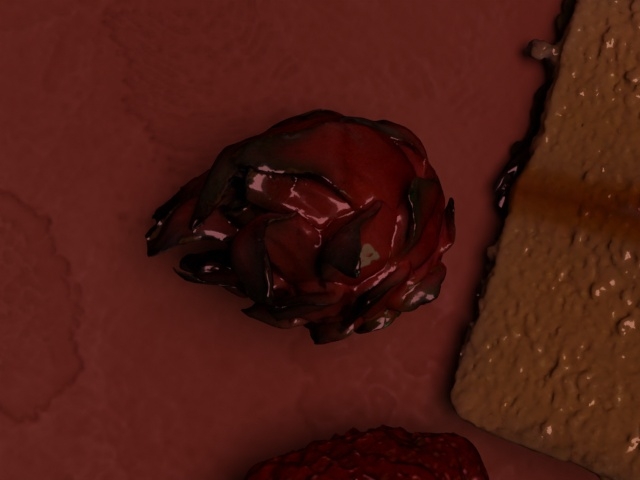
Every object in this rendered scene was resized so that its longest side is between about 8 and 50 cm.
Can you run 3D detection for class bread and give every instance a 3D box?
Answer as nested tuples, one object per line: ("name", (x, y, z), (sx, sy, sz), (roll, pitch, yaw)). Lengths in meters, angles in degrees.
("bread", (0.193, 0.004, 0.773), (0.178, 0.142, 0.266), (22, 84, -30))

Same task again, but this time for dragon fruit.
("dragon fruit", (-0.002, -0.005, 0.706), (0.142, 0.130, 0.121), (13, 44, -53))

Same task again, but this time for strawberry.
("strawberry", (0.025, 0.158, 0.709), (0.148, 0.131, 0.131), (-20, 94, -8))
